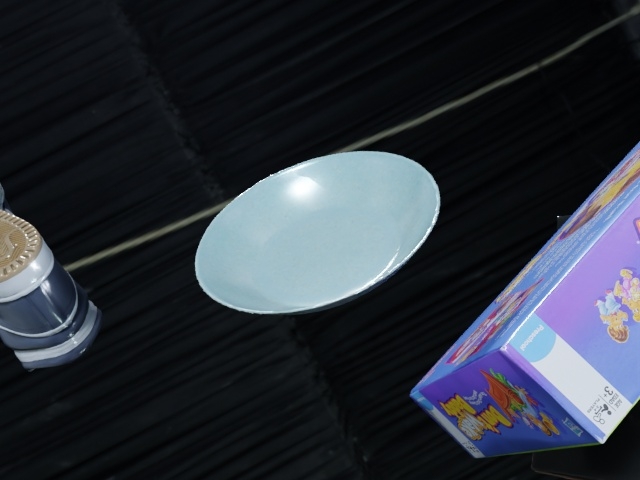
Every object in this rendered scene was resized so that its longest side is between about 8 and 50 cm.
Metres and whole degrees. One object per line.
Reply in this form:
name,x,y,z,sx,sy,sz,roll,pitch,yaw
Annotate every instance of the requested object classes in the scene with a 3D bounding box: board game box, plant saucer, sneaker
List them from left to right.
sneaker,-0.322,0.032,0.817,0.282,0.099,0.153,30,-28,47
plant saucer,0.000,0.000,0.611,0.195,0.195,0.037,-120,-172,-55
board game box,0.233,0.007,0.598,0.078,0.347,0.233,44,-17,7

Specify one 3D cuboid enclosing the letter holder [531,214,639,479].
letter holder,0.384,0.137,0.915,0.214,0.301,0.152,21,-17,-35
